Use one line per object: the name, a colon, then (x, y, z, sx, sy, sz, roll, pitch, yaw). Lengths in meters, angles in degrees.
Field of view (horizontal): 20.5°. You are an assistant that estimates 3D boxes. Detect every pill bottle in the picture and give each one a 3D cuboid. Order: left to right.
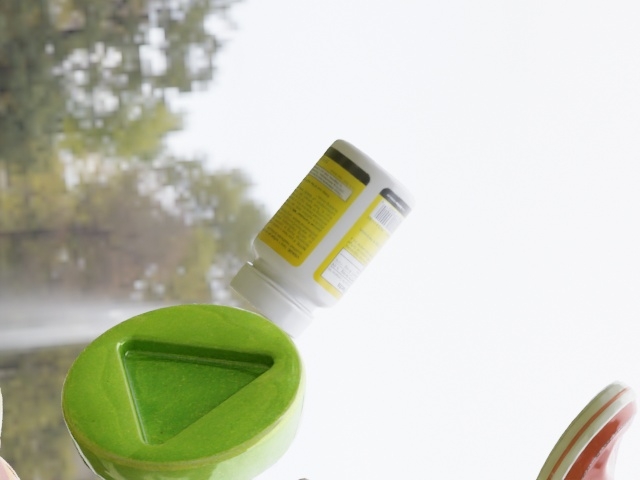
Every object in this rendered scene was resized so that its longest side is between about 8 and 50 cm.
pill bottle: (0.000, 0.000, 1.978, 0.208, 0.119, 0.119, -51, -165, -2)

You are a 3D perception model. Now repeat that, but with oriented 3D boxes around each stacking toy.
stacking toy: (-0.121, 0.175, 0.915, 0.309, 0.279, 0.130, -118, -162, -50)

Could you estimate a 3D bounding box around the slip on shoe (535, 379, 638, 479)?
slip on shoe: (0.223, 0.272, 1.520, 0.123, 0.101, 0.331, -22, 130, -59)
